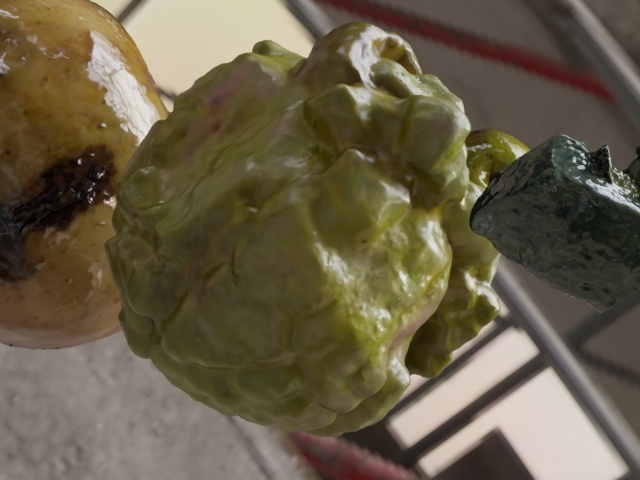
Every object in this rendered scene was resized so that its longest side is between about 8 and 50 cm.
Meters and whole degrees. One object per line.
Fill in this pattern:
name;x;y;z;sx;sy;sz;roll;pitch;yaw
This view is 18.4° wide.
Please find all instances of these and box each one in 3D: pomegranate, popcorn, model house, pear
pomegranate;-0.250;-0.062;1.679;0.322;0.322;0.322;26;44;-27
popcorn;0.000;0.000;1.163;0.212;0.259;0.259;51;30;-40
model house;0.124;-0.018;0.940;0.083;0.079;0.066;31;38;-15
pear;0.154;-0.058;1.969;0.141;0.141;0.104;-9;87;-47
